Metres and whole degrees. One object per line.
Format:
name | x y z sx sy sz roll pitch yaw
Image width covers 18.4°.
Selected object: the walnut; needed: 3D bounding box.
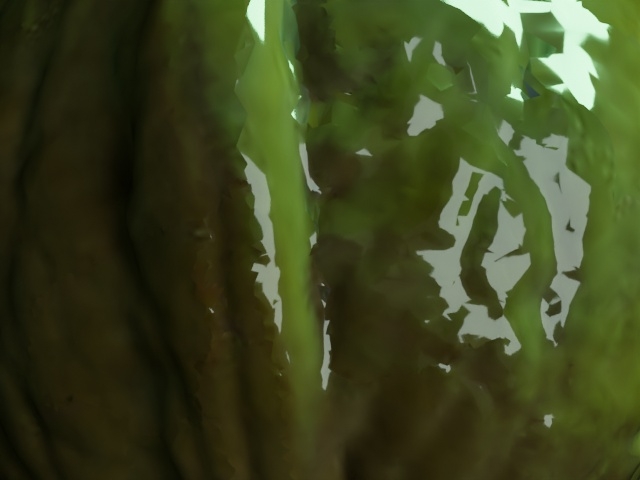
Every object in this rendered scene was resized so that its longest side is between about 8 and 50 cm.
walnut | 0.000 0.000 0.773 0.333 0.333 0.333 12 69 -36
